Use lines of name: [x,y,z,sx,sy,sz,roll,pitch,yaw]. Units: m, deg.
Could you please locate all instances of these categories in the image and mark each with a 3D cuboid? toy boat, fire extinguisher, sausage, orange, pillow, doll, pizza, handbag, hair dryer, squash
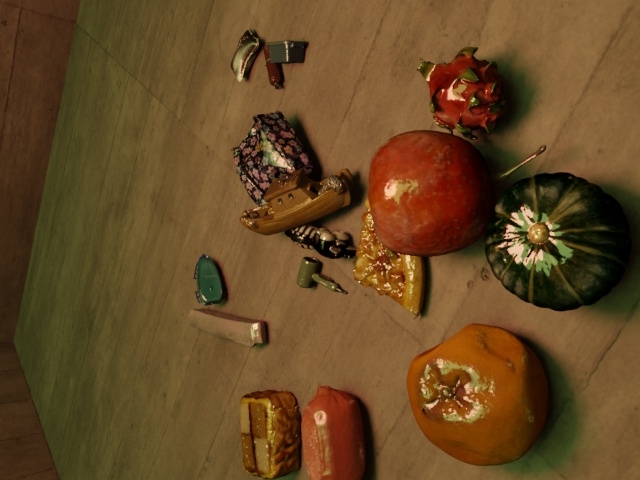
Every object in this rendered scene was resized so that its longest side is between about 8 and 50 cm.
toy boat: [-0.067,-0.096,1.301,0.320,0.121,0.089,-18,34,32]
fire extinguisher: [-0.128,-0.464,1.487,0.056,0.039,0.132,122,138,-73]
sausage: [0.032,0.453,1.224,0.148,0.148,0.255,-17,74,46]
orange: [0.260,0.270,0.943,0.248,0.183,0.249,-4,85,48]
pillow: [-0.218,-0.533,1.577,0.091,0.055,0.136,41,122,19]
toy boat: [-0.349,0.126,1.692,0.110,0.091,0.175,115,143,-62]
doll: [0.000,0.000,1.299,0.219,0.091,0.067,23,107,44]
pizza: [0.131,0.038,1.179,0.197,0.058,0.293,-32,66,43]
handbag: [-0.122,-0.191,1.408,0.229,0.126,0.208,55,138,13]
hair dryer: [0.009,0.099,1.333,0.150,0.047,0.071,26,110,33]
squash: [0.361,0.000,0.846,0.218,0.172,0.219,3,94,46]

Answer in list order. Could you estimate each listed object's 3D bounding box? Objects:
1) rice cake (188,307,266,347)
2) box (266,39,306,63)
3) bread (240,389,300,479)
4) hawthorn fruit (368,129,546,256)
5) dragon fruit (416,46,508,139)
rice cake: [-0.278,0.252,1.618,0.364,0.056,0.073,2,96,47]
box: [-0.088,-0.489,1.425,0.099,0.074,0.054,16,115,46]
bread: [-0.136,0.507,1.434,0.181,0.095,0.223,-9,83,49]
hawthorn fruit: [0.202,-0.074,0.982,0.263,0.231,0.235,37,142,42]
dragon fruit: [0.248,-0.284,1.004,0.135,0.137,0.236,-34,53,12]
